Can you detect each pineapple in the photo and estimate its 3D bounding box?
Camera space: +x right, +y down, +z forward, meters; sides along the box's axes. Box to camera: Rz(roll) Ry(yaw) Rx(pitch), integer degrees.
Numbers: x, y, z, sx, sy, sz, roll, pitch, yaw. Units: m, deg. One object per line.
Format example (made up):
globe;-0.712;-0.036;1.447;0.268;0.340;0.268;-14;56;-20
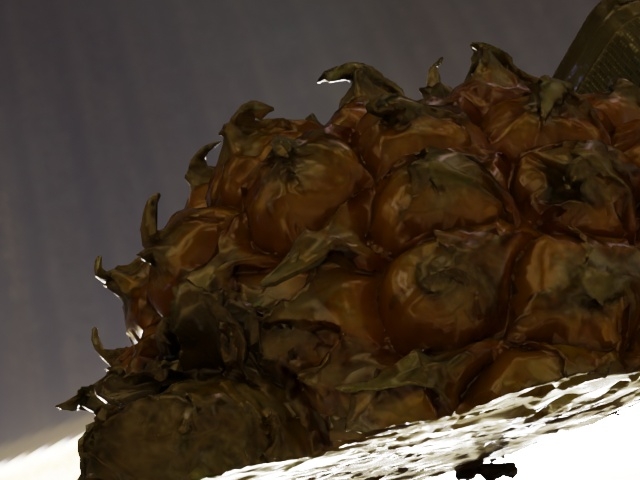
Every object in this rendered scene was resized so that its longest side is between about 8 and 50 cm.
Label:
pineapple;-0.002;0.000;0.676;0.344;0.286;0.209;-28;-110;38

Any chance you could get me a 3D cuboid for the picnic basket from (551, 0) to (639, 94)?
picnic basket;0.304;-0.109;1.247;0.267;0.165;0.139;-19;-119;-35
